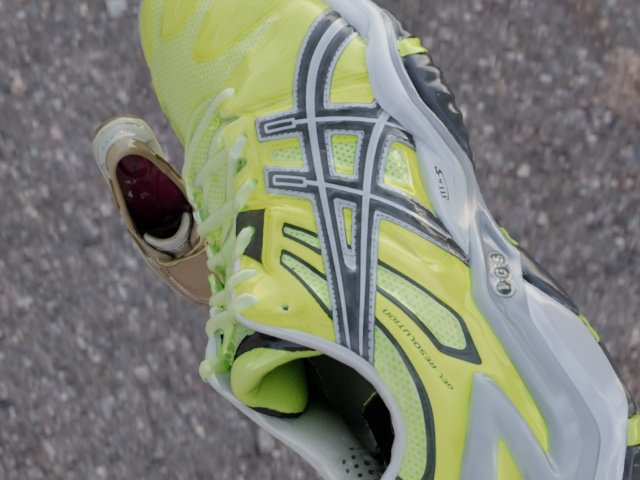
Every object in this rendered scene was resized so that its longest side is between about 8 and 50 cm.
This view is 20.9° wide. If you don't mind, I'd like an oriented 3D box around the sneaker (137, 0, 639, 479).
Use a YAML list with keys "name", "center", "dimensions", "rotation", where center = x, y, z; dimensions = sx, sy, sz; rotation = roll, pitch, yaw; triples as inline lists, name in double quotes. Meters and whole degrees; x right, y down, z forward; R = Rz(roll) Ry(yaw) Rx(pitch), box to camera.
- name: "sneaker"
  center: [0.000, 0.000, 0.849]
  dimensions: [0.147, 0.145, 0.384]
  rotation: [-15, 55, -33]

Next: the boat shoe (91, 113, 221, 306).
- name: "boat shoe"
  center: [-0.089, -0.008, 1.000]
  dimensions: [0.050, 0.135, 0.045]
  rotation: [-31, 30, 4]
